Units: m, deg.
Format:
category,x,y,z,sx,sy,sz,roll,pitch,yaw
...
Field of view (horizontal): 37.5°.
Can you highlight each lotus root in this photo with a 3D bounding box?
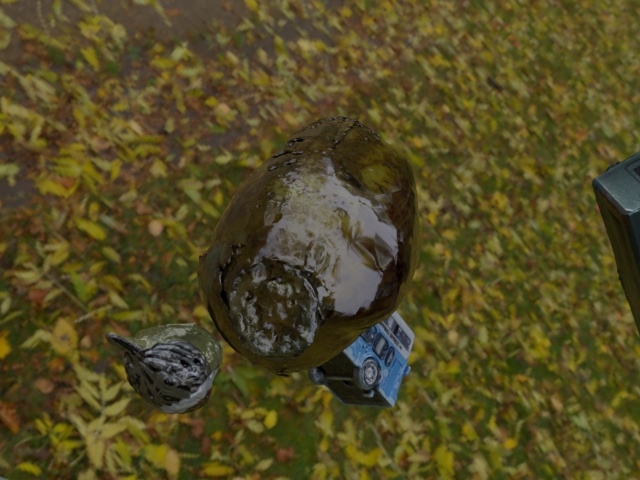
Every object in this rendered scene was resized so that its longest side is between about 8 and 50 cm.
category,x,y,z,sx,sy,sz,roll,pitch,yaw
lotus root,0.000,0.000,0.888,0.179,0.195,0.397,32,22,-1

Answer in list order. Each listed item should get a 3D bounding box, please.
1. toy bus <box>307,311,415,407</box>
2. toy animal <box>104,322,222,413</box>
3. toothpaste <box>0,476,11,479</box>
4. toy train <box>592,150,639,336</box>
category,x,y,z,sx,sy,sz,roll,pitch,yaw
toy bus,0.007,0.092,1.228,0.297,0.106,0.131,51,52,-34
toy animal,-0.161,0.131,0.959,0.137,0.098,0.098,7,51,-50
toothpaste,-0.322,0.218,0.840,0.197,0.057,0.034,16,43,4
toy train,0.403,0.063,1.078,0.409,0.086,0.089,57,5,-42
